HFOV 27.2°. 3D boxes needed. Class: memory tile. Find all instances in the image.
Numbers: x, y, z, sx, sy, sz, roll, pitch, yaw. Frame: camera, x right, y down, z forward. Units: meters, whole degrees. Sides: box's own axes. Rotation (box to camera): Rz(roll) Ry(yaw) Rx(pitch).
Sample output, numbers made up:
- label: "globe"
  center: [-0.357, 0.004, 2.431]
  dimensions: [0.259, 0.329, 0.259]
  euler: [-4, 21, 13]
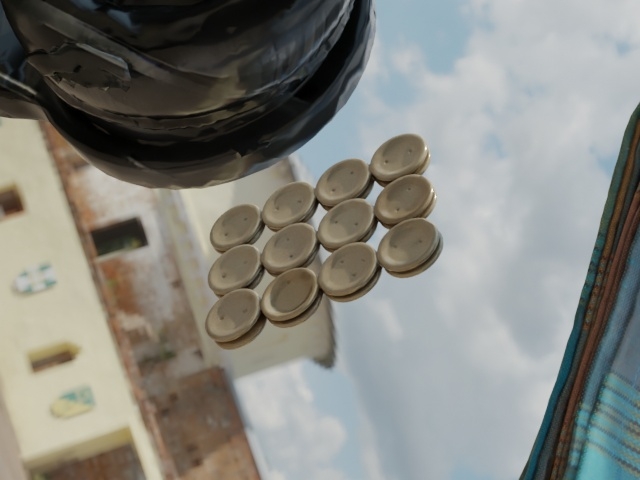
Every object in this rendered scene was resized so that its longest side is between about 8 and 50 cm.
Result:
- label: "memory tile"
  center: [0.000, 0.000, 0.761]
  dimensions: [0.012, 0.148, 0.113]
  euler: [55, 21, -38]

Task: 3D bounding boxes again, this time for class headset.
- label: "headset"
  center: [-0.030, -0.093, 0.401]
  dimensions: [0.243, 0.394, 0.185]
  euler: [115, -22, -59]

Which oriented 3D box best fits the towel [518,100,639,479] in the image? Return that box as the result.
- label: "towel"
  center: [0.275, 0.109, 0.674]
  dimensions: [0.040, 0.370, 0.271]
  euler: [-12, -124, 64]
